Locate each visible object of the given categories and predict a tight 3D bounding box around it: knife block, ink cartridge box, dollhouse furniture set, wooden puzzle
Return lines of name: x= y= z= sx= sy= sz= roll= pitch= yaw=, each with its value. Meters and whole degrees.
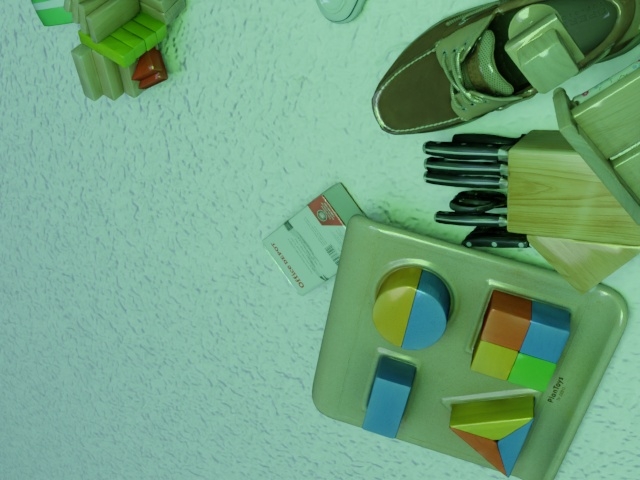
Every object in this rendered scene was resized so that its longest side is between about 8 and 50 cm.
knife block: x=0.255 y=-0.078 z=0.811 sx=0.242 sy=0.088 sz=0.276 roll=47 pitch=129 yaw=5
ink cartridge box: x=0.000 y=0.000 z=1.035 sx=0.135 sy=0.056 sz=0.099 roll=-35 pitch=91 yaw=38
dollhouse furniture set: x=0.333 y=-0.196 z=0.617 sx=0.303 sy=0.174 sz=0.355 roll=-31 pitch=123 yaw=29
wooden puzzle: x=0.162 y=0.159 z=0.958 sx=0.347 sy=0.080 sz=0.322 roll=18 pitch=122 yaw=12

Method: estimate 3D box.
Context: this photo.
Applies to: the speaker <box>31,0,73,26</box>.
speaker: x=-0.355 y=-0.446 z=1.009 sx=0.131 sy=0.131 sz=0.297 roll=4 pitch=114 yaw=32

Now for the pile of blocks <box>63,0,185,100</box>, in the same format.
pile of blocks: x=-0.229 y=-0.330 z=0.968 sx=0.112 sy=0.149 sz=0.362 roll=30 pitch=125 yaw=18

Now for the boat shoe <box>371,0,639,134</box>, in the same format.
boat shoe: x=0.177 y=-0.192 z=0.789 sx=0.324 sy=0.116 sz=0.123 roll=-23 pitch=98 yaw=38

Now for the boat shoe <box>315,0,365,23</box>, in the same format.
boat shoe: x=0.009 y=-0.356 z=0.847 sx=0.083 sy=0.075 sz=0.227 roll=13 pitch=118 yaw=28
